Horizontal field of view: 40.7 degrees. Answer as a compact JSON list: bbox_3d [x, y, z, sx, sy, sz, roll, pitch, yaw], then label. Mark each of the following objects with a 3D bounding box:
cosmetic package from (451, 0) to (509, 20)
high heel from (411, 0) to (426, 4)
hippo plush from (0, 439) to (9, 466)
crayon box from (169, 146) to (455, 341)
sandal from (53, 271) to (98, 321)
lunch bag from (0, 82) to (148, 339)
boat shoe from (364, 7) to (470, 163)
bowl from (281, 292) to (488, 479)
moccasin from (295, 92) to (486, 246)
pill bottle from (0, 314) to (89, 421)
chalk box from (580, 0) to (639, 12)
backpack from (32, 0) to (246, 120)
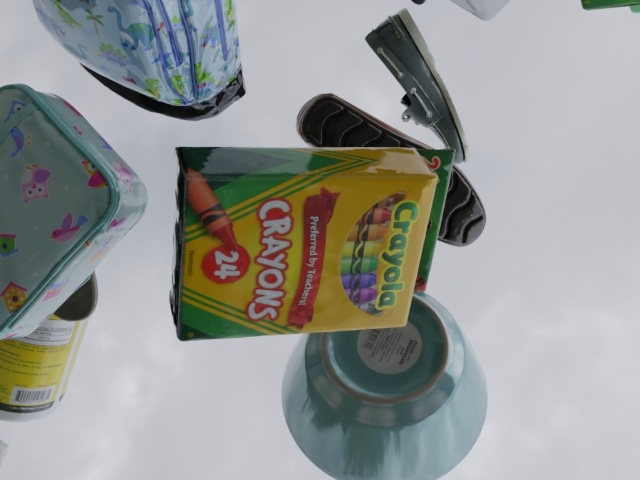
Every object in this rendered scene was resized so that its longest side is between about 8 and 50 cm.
[{"bbox_3d":[0.126,-0.352,0.980,0.085,0.117,0.231,-44,-134,1],"label":"cosmetic package"},{"bbox_3d":[0.146,-0.504,1.278,0.186,0.261,0.093,-41,-159,-25],"label":"high heel"},{"bbox_3d":[-0.319,0.246,0.634,0.236,0.234,0.294,-41,-111,-10],"label":"hippo plush"},{"bbox_3d":[0.000,0.000,0.949,0.318,0.202,0.081,-3,-149,-17],"label":"crayon box"},{"bbox_3d":[-0.359,0.010,1.163,0.090,0.219,0.060,-3,-165,2],"label":"sandal"},{"bbox_3d":[-0.363,-0.029,1.003,0.279,0.108,0.224,-45,-96,9],"label":"lunch bag"},{"bbox_3d":[0.184,-0.267,1.594,0.099,0.319,0.116,-26,-153,8],"label":"boat shoe"},{"bbox_3d":[0.091,0.185,1.240,0.311,0.163,0.312,-2,-123,3],"label":"bowl"},{"bbox_3d":[0.121,-0.116,1.495,0.139,0.380,0.147,-62,-172,4],"label":"moccasin"},{"bbox_3d":[-0.497,0.129,1.491,0.188,0.188,0.334,40,-64,38],"label":"pill bottle"},{"bbox_3d":[0.399,-0.378,1.088,0.132,0.213,0.132,2,-138,40],"label":"chalk box"},{"bbox_3d":[-0.246,-0.341,1.128,0.290,0.356,0.273,32,-131,14],"label":"backpack"}]
